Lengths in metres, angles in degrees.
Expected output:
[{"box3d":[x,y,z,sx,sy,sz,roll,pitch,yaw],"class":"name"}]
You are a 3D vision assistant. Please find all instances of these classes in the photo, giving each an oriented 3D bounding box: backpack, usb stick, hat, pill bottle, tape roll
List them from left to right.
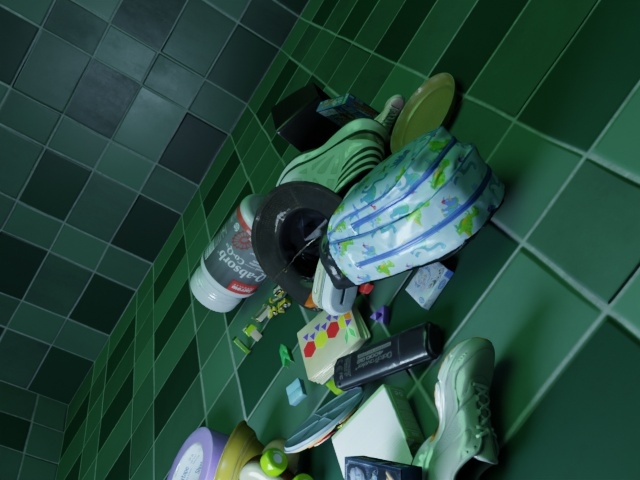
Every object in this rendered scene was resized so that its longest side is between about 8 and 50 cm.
[{"box3d":[-0.313,0.631,1.789,0.275,0.090,0.275,-48,26,33],"class":"tape roll"},{"box3d":[-0.240,0.047,2.134,0.363,0.210,0.210,-49,26,30],"class":"pill bottle"},{"box3d":[0.000,0.000,1.692,0.331,0.331,0.134,-47,-11,31],"class":"hat"},{"box3d":[0.125,0.229,1.342,0.278,0.045,0.077,-31,46,43],"class":"usb stick"},{"box3d":[0.181,-0.063,1.339,0.355,0.273,0.290,-1,34,50],"class":"backpack"}]

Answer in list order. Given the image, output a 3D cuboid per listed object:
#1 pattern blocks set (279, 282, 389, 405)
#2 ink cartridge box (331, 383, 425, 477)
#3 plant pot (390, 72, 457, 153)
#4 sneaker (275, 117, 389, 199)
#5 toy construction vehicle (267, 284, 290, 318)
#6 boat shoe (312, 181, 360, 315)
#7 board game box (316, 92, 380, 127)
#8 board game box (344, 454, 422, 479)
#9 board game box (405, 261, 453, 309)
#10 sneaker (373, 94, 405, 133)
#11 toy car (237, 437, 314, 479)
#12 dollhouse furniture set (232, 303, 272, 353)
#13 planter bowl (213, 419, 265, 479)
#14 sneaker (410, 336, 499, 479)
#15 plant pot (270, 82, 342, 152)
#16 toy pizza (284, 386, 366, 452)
[{"box3d":[0.028,0.216,1.546,0.325,0.026,0.285,-36,44,30],"class":"pattern blocks set"},{"box3d":[0.112,0.394,1.198,0.171,0.056,0.235,-51,37,26],"class":"ink cartridge box"},{"box3d":[0.258,-0.302,1.697,0.236,0.032,0.236,-48,26,33],"class":"plant pot"},{"box3d":[0.001,-0.122,1.863,0.447,0.169,0.257,-37,31,41],"class":"sneaker"},{"box3d":[-0.116,0.175,1.963,0.098,0.035,0.086,-47,38,37],"class":"toy construction vehicle"},{"box3d":[0.045,0.014,1.530,0.094,0.109,0.302,11,83,50],"class":"boat shoe"},{"box3d":[0.087,-0.365,1.997,0.035,0.136,0.201,-65,23,-7],"class":"board game box"},{"box3d":[0.095,0.466,1.060,0.165,0.042,0.243,-19,68,59],"class":"board game box"},{"box3d":[0.216,0.081,1.371,0.090,0.020,0.090,-56,23,8],"class":"board game box"},{"box3d":[0.184,-0.327,1.861,0.134,0.051,0.070,-47,28,39],"class":"sneaker"},{"box3d":[-0.074,0.479,1.453,0.155,0.149,0.188,-49,-2,31],"class":"toy car"},{"box3d":[-0.186,0.258,2.023,0.152,0.058,0.076,-47,11,-15],"class":"dollhouse furniture set"},{"box3d":[-0.165,0.522,1.546,0.217,0.090,0.217,15,-90,-79],"class":"planter bowl"},{"box3d":[0.232,0.279,1.042,0.121,0.099,0.262,7,78,58],"class":"sneaker"},{"box3d":[-0.028,-0.383,2.178,0.167,0.187,0.188,-44,30,19],"class":"plant pot"},{"box3d":[0.014,0.362,1.369,0.201,0.032,0.201,-36,-1,-1],"class":"toy pizza"}]
